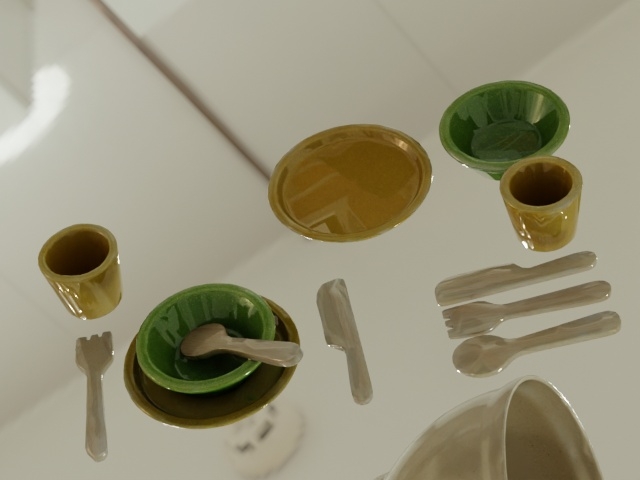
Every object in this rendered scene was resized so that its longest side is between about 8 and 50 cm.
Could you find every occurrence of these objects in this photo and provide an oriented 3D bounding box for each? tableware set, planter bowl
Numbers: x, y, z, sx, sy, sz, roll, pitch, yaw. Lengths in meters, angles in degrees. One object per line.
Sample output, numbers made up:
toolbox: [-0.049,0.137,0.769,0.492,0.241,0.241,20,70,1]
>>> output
tableware set: [0.000,0.000,0.508,0.154,0.024,0.104,-13,-135,1]
planter bowl: [0.089,0.166,1.039,0.109,0.162,0.162,-17,-139,24]
